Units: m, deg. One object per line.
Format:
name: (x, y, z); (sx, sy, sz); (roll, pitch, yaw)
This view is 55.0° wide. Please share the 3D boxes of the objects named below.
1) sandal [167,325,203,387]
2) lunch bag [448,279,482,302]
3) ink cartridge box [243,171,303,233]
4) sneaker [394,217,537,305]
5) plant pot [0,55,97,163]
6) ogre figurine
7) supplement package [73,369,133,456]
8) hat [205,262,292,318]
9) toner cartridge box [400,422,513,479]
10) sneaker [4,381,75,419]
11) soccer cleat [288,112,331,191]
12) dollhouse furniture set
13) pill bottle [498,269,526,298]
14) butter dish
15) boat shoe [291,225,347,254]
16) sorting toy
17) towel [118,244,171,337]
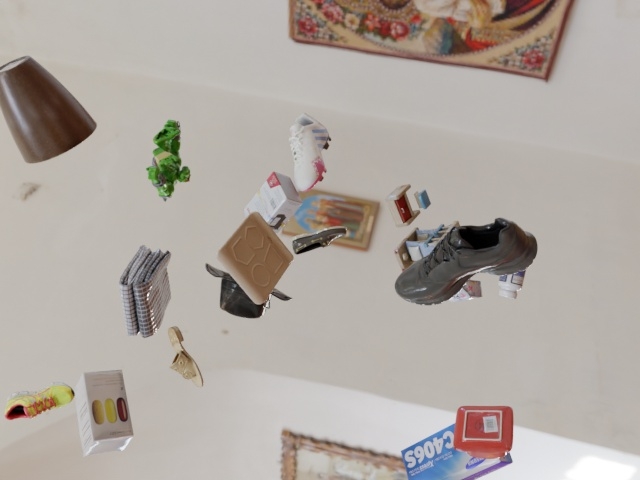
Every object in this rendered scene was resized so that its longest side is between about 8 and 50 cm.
sandal: (-0.499, 0.419, 2.153); (0.079, 0.240, 0.088); (-16, -20, -40)
lunch bag: (0.344, 0.123, 1.509); (0.083, 0.071, 0.053); (13, -111, -42)
ink cartridge box: (-0.151, -0.107, 1.931); (0.175, 0.072, 0.127); (-48, 50, 27)
sneaker: (0.258, 0.030, 1.179); (0.130, 0.286, 0.109); (36, -145, -42)
plant pot: (-0.750, -0.358, 1.624); (0.215, 0.215, 0.230); (-69, -36, -48)
ogre figurine: (-0.357, -0.181, 1.433); (0.118, 0.097, 0.197); (92, 162, -50)
supplement package: (-0.732, 0.578, 2.071); (0.134, 0.139, 0.244); (-52, 49, 38)
hat: (-0.270, 0.194, 2.124); (0.331, 0.331, 0.133); (28, -96, -82)
toner cartridge box: (0.419, 0.680, 1.935); (0.348, 0.075, 0.165); (-41, 47, 31)
sneaker: (-0.834, 0.488, 1.823); (0.094, 0.209, 0.081); (-107, 1, -69)
soccer cleat: (-0.054, -0.283, 1.948); (0.116, 0.143, 0.331); (-32, 29, 29)
dollhouse furniture set: (0.247, -0.035, 1.506); (0.129, 0.129, 0.183); (-42, -66, -45)
pill bottle: (0.547, 0.104, 1.755); (0.067, 0.067, 0.120); (27, -103, -82)
butter dish: (0.464, 0.555, 1.725); (0.160, 0.160, 0.118); (-65, -38, -52)
boat shoe: (0.000, 0.000, 2.422); (0.081, 0.228, 0.068); (55, -159, -69)
sorting toy: (-0.182, 0.048, 1.717); (0.193, 0.038, 0.208); (52, -136, -17)
towel: (-0.627, 0.183, 2.250); (0.283, 0.121, 0.235); (-80, -9, -59)
